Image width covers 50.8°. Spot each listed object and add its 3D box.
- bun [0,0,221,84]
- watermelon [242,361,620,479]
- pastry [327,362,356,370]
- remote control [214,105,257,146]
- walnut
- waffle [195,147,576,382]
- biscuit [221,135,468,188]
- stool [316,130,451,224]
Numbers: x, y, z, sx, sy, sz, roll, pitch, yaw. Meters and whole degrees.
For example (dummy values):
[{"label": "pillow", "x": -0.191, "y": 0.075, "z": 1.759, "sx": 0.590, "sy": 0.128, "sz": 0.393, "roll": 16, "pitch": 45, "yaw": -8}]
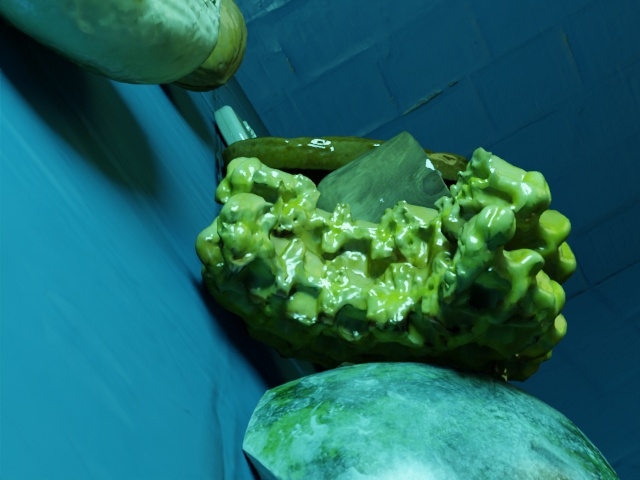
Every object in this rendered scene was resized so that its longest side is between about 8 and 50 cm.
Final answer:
[{"label": "bun", "x": -0.187, "y": -0.235, "z": 0.528, "sx": 0.272, "sy": 0.168, "sz": 0.272, "roll": 59, "pitch": 17, "yaw": -30}, {"label": "watermelon", "x": 0.094, "y": 0.231, "z": 0.487, "sx": 0.320, "sy": 0.213, "sz": 0.289, "roll": 12, "pitch": 25, "yaw": -13}, {"label": "pastry", "x": 0.033, "y": 0.156, "z": 0.992, "sx": 0.153, "sy": 0.081, "sz": 0.153, "roll": 55, "pitch": 5, "yaw": -8}, {"label": "remote control", "x": -0.144, "y": -0.184, "z": 1.431, "sx": 0.140, "sy": 0.056, "sz": 0.296, "roll": 59, "pitch": 3, "yaw": 15}, {"label": "walnut", "x": -0.195, "y": -0.315, "z": 0.994, "sx": 0.207, "sy": 0.167, "sz": 0.167, "roll": 59, "pitch": 4, "yaw": 8}, {"label": "waffle", "x": 0.057, "y": 0.030, "z": 0.619, "sx": 0.261, "sy": 0.324, "sz": 0.151, "roll": 62, "pitch": 40, "yaw": -49}, {"label": "biscuit", "x": 0.047, "y": -0.125, "z": 1.087, "sx": 0.350, "sy": 0.395, "sz": 0.070, "roll": 174, "pitch": -82, "yaw": -70}, {"label": "stool", "x": 0.039, "y": 0.001, "z": 0.861, "sx": 0.179, "sy": 0.264, "sz": 0.179, "roll": 59, "pitch": 5, "yaw": -8}]
